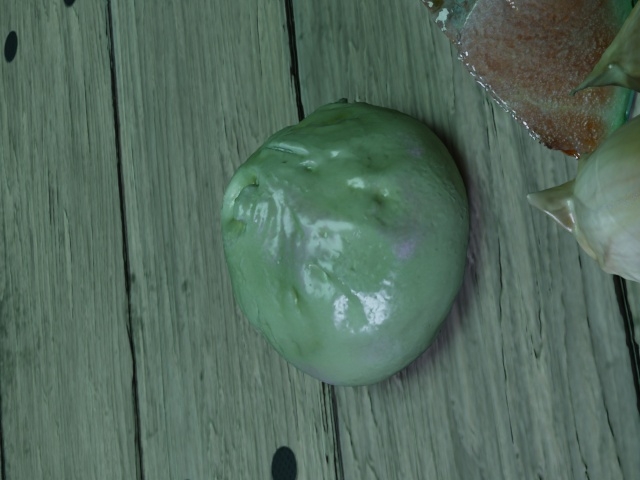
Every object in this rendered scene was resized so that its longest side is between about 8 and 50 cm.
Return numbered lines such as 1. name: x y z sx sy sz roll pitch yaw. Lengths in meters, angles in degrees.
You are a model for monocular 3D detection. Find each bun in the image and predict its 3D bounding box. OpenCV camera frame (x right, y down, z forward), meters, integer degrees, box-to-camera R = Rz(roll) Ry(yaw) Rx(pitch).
1. bun: 0.000 0.000 1.399 0.283 0.179 0.283 -7 81 51

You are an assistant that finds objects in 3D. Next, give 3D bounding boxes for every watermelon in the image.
1. watermelon: 0.191 -0.188 1.222 0.146 0.231 0.128 -42 14 21

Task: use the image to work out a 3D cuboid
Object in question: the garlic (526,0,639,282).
1. garlic: 0.293 -0.105 0.987 0.286 0.249 0.313 66 159 14
